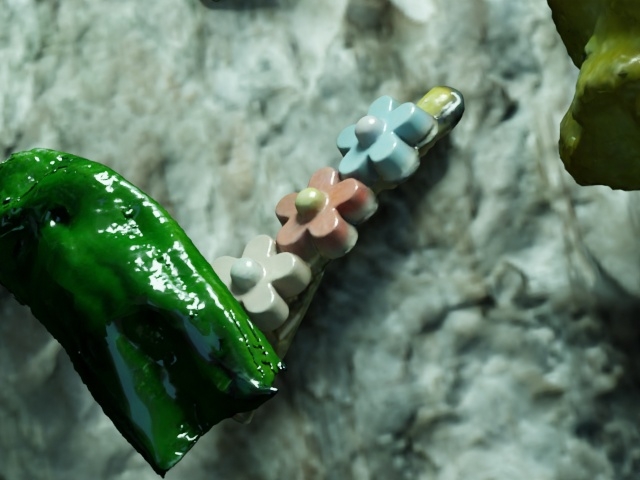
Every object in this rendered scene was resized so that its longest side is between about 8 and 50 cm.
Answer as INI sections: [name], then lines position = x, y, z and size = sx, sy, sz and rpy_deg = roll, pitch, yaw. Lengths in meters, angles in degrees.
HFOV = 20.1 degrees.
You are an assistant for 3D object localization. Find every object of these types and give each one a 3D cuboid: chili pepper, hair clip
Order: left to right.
[chili pepper]
position = -0.103, 0.028, 0.908
size = 0.098, 0.061, 0.224
rpy_deg = -53, 53, 5
[hair clip]
position = -0.004, -0.003, 0.928
size = 0.214, 0.056, 0.062
rpy_deg = -56, 38, -4

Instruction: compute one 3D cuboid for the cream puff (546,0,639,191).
[cream puff]
position = 0.217, -0.101, 0.823
size = 0.244, 0.196, 0.244
rpy_deg = 8, 67, -18
